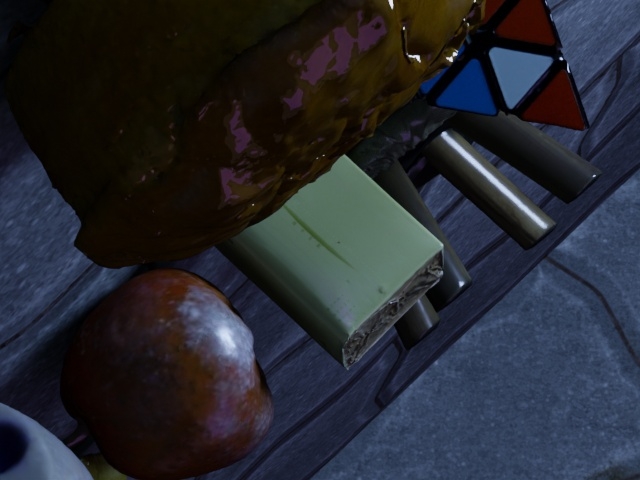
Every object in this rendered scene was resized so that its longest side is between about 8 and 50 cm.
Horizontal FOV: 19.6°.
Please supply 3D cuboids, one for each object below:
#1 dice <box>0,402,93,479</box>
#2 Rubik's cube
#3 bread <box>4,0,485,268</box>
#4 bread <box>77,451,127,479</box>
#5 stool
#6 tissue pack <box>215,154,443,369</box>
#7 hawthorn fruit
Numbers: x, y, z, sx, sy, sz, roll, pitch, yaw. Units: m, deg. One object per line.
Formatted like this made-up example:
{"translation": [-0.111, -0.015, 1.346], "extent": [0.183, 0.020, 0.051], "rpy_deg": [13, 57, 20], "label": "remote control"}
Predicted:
{"translation": [-0.345, 0.311, 1.709], "extent": [0.251, 0.243, 0.259], "rpy_deg": [86, 20, -43], "label": "dice"}
{"translation": [0.231, -0.225, 2.076], "extent": [0.284, 0.234, 0.250], "rpy_deg": [-28, 157, -49], "label": "Rubik's cube"}
{"translation": [-0.055, -0.138, 1.454], "extent": [0.398, 0.215, 0.398], "rpy_deg": [-39, 176, -3], "label": "bread"}
{"translation": [-0.345, 0.357, 2.368], "extent": [0.233, 0.088, 0.161], "rpy_deg": [-47, 171, 17], "label": "bread"}
{"translation": [0.162, -0.056, 2.315], "extent": [0.310, 0.226, 0.310], "rpy_deg": [-39, 174, -15], "label": "stool"}
{"translation": [0.000, 0.000, 2.039], "extent": [0.159, 0.234, 0.125], "rpy_deg": [-43, 164, -14], "label": "tissue pack"}
{"translation": [-0.172, 0.151, 2.029], "extent": [0.263, 0.231, 0.235], "rpy_deg": [-14, 154, 28], "label": "hawthorn fruit"}
